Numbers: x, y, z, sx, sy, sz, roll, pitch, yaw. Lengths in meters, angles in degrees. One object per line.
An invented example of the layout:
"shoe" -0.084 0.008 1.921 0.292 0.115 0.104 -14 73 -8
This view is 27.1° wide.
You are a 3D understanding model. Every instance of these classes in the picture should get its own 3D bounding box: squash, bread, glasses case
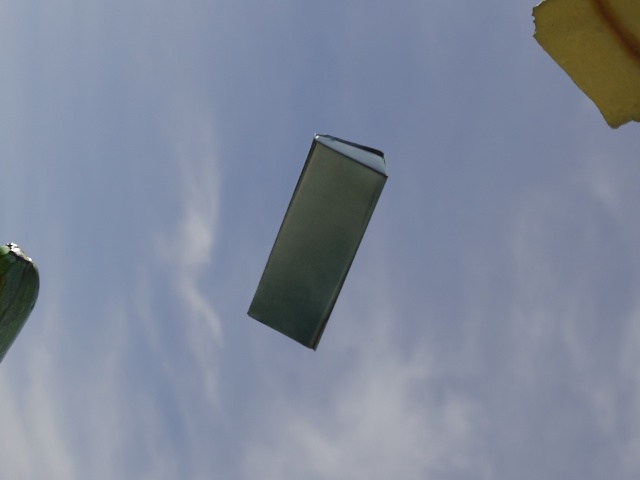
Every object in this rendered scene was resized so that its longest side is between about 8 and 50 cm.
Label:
"squash" -0.298 0.092 1.097 0.219 0.068 0.077 -53 -162 28
"bread" 0.411 -0.293 1.539 0.198 0.236 0.263 50 -31 -12
"glasses case" 0.000 0.000 1.629 0.105 0.056 0.266 28 -60 10
